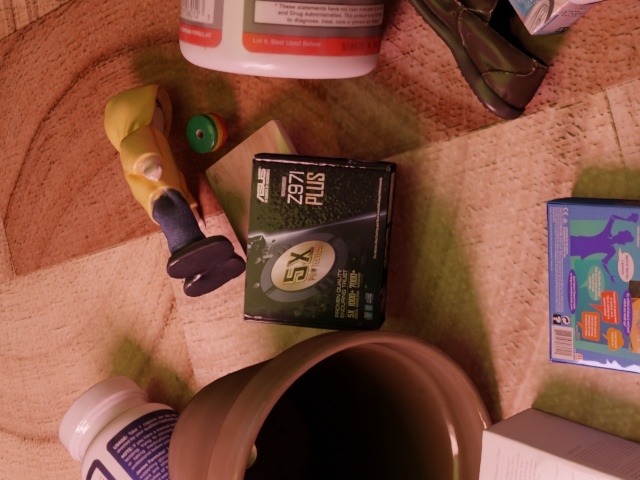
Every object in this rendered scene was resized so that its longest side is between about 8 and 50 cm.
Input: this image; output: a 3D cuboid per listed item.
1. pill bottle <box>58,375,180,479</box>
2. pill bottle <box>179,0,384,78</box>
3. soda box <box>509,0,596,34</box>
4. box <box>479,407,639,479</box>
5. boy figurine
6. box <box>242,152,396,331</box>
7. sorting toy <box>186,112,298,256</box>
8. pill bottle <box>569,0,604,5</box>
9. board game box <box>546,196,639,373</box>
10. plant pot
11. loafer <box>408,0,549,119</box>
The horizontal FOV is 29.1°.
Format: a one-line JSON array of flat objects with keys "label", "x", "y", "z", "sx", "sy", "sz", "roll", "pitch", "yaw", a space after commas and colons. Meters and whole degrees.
[{"label": "pill bottle", "x": -0.207, "y": 0.302, "z": 1.563, "sx": 0.265, "sy": 0.153, "sz": 0.153, "roll": 42, "pitch": 123, "yaw": 27}, {"label": "pill bottle", "x": -0.031, "y": -0.355, "z": 1.243, "sx": 0.210, "sy": 0.210, "sz": 0.362, "roll": 16, "pitch": 109, "yaw": 38}, {"label": "soda box", "x": 0.188, "y": -0.285, "z": 1.166, "sx": 0.063, "sy": 0.058, "sz": 0.183, "roll": -41, "pitch": 71, "yaw": 38}, {"label": "box", "x": 0.245, "y": 0.255, "z": 1.199, "sx": 0.171, "sy": 0.091, "sz": 0.130, "roll": 16, "pitch": 109, "yaw": 38}, {"label": "boy figurine", "x": -0.182, "y": -0.068, "z": 1.487, "sx": 0.092, "sy": 0.177, "sz": 0.285, "roll": -27, "pitch": 58, "yaw": 2}, {"label": "box", "x": 0.000, "y": 0.000, "z": 1.321, "sx": 0.147, "sy": 0.077, "sz": 0.180, "roll": 6, "pitch": 97, "yaw": 8}, {"label": "sorting toy", "x": -0.048, "y": -0.046, "z": 1.424, "sx": 0.132, "sy": 0.046, "sz": 0.274, "roll": -33, "pitch": 80, "yaw": 40}, {"label": "pill bottle", "x": 0.309, "y": -0.277, "z": 1.012, "sx": 0.246, "sy": 0.130, "sz": 0.130, "roll": -3, "pitch": 96, "yaw": 42}, {"label": "board game box", "x": 0.310, "y": 0.044, "z": 1.130, "sx": 0.210, "sy": 0.047, "sz": 0.160, "roll": 6, "pitch": 102, "yaw": 41}, {"label": "plant pot", "x": -0.020, "y": 0.250, "z": 1.317, "sx": 0.280, "sy": 0.323, "sz": 0.323, "roll": -1, "pitch": 98, "yaw": 57}, {"label": "loafer", "x": 0.152, "y": -0.224, "z": 1.206, "sx": 0.078, "sy": 0.080, "sz": 0.220, "roll": -39, "pitch": 78, "yaw": 29}]
